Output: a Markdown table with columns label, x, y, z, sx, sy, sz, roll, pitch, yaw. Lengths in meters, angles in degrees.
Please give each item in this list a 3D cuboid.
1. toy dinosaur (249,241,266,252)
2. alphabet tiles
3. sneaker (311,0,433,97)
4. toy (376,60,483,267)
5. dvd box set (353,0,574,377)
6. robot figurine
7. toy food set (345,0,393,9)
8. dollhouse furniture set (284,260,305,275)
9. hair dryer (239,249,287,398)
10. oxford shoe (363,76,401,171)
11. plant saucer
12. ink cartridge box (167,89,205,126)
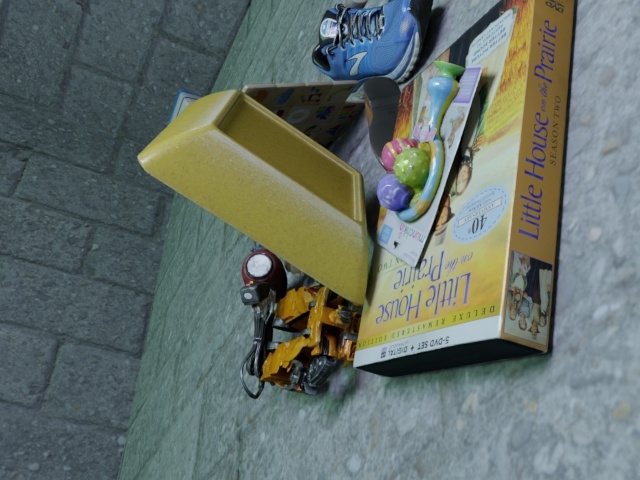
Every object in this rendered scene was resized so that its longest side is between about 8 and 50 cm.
| label | x | y | z | sx | sy | sz | roll | pitch | yaw |
| --- | --- | --- | --- | --- | --- | --- | --- | --- | --- |
| toy dinosaur | -0.129 | 0.022 | 1.622 | 0.082 | 0.047 | 0.090 | 18 | 123 | 62 |
| alphabet tiles | -0.089 | -0.195 | 1.279 | 0.285 | 0.343 | 0.011 | -47 | 61 | 50 |
| sneaker | 0.074 | -0.339 | 1.201 | 0.330 | 0.147 | 0.129 | -15 | 58 | 67 |
| toy | 0.108 | -0.100 | 0.833 | 0.137 | 0.056 | 0.237 | -137 | 67 | -72 |
| dvd box set | 0.161 | -0.058 | 0.829 | 0.308 | 0.062 | 0.420 | 148 | 137 | -63 |
| robot figurine | -0.009 | 0.140 | 1.080 | 0.291 | 0.085 | 0.210 | 148 | 137 | -62 |
| toy food set | 0.111 | -0.501 | 1.314 | 0.104 | 0.111 | 0.232 | -166 | 94 | -83 |
| dollhouse furniture set | 0.000 | 0.000 | 1.229 | 0.182 | 0.101 | 0.160 | -131 | 36 | -68 |
| hair dryer | -0.114 | 0.129 | 1.275 | 0.293 | 0.080 | 0.223 | -62 | -21 | -69 |
| oxford shoe | 0.110 | -0.166 | 1.092 | 0.076 | 0.076 | 0.212 | 85 | -179 | -46 |
| plant saucer | -0.055 | -0.093 | 0.980 | 0.081 | 0.333 | 0.332 | -53 | 12 | 19 |
| ink cartridge box | -0.217 | -0.228 | 1.682 | 0.395 | 0.286 | 0.166 | -131 | 60 | -69 |
